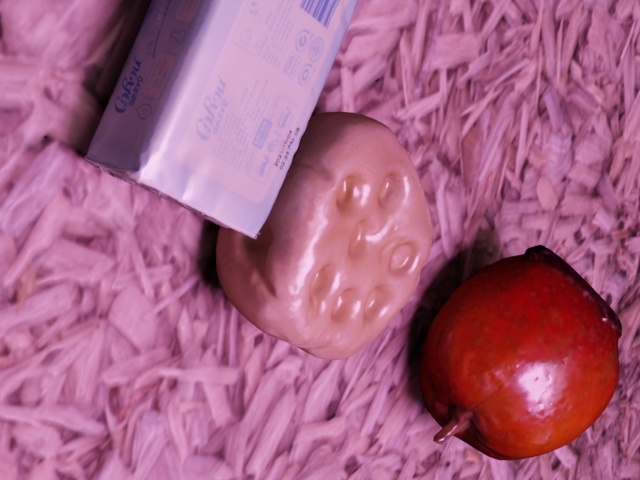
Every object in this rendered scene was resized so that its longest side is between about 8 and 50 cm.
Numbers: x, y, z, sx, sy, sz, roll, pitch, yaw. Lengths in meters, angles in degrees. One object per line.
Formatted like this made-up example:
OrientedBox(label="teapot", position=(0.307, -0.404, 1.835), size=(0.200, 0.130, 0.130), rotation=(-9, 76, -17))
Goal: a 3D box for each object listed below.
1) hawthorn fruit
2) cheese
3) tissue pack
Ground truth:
OrientedBox(label="hawthorn fruit", position=(0.204, 0.136, 1.674), size=(0.250, 0.215, 0.215), rotation=(-45, 137, -34))
OrientedBox(label="cheese", position=(0.000, 0.000, 1.410), size=(0.218, 0.117, 0.235), rotation=(-26, 127, -43))
OrientedBox(label="tissue pack", position=(-0.070, -0.151, 1.275), size=(0.177, 0.089, 0.263), rotation=(27, 86, -53))
